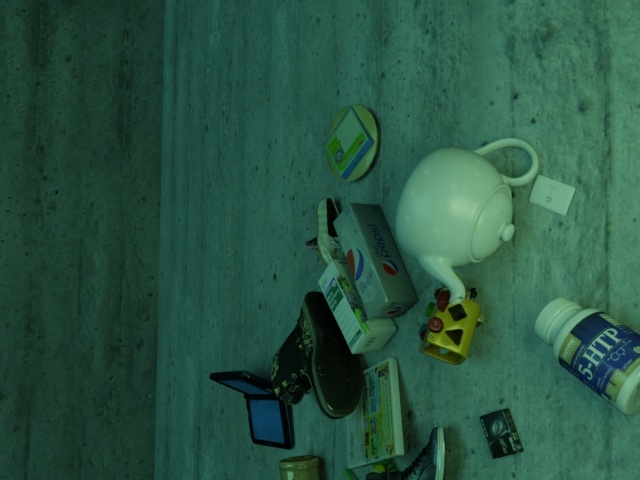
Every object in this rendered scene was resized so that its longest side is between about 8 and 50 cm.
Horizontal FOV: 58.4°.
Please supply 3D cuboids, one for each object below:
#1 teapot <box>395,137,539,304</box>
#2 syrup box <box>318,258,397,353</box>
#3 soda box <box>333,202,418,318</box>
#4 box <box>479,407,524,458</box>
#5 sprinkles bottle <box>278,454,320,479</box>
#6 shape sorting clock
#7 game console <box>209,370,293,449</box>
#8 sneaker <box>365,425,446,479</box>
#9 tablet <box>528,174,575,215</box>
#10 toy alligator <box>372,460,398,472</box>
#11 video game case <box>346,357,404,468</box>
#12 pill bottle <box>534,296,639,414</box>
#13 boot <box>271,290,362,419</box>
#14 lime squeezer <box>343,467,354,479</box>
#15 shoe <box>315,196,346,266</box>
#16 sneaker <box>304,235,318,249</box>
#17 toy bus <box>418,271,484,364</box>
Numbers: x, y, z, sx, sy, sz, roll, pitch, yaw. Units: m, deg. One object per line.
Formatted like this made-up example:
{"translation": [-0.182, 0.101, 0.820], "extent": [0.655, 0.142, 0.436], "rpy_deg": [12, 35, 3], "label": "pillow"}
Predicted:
{"translation": [0.279, -0.052, 1.083], "extent": [0.187, 0.253, 0.255], "rpy_deg": [25, 124, 35], "label": "teapot"}
{"translation": [0.089, 0.163, 1.459], "extent": [0.093, 0.096, 0.236], "rpy_deg": [-60, 43, 36], "label": "syrup box"}
{"translation": [0.130, 0.046, 1.402], "extent": [0.091, 0.098, 0.286], "rpy_deg": [-50, 49, 43], "label": "soda box"}
{"translation": [0.351, 0.376, 1.114], "extent": [0.067, 0.018, 0.083], "rpy_deg": [-42, 54, 48], "label": "box"}
{"translation": [-0.045, 0.797, 1.605], "extent": [0.121, 0.121, 0.354], "rpy_deg": [-24, 68, 54], "label": "sprinkles bottle"}
{"translation": [0.082, -0.261, 1.542], "extent": [0.206, 0.040, 0.206], "rpy_deg": [-9, 79, 53], "label": "shape sorting clock"}
{"translation": [-0.232, 0.551, 1.872], "extent": [0.293, 0.250, 0.173], "rpy_deg": [-23, 43, 54], "label": "game console"}
{"translation": [0.183, 0.496, 1.230], "extent": [0.164, 0.086, 0.226], "rpy_deg": [10, 96, 12], "label": "sneaker"}
{"translation": [0.421, -0.083, 1.045], "extent": [0.083, 0.006, 0.054], "rpy_deg": [37, 119, 52], "label": "tablet"}
{"translation": [0.157, 0.553, 1.381], "extent": [0.051, 0.056, 0.189], "rpy_deg": [-29, 43, 2], "label": "toy alligator"}
{"translation": [0.127, 0.426, 1.403], "extent": [0.206, 0.026, 0.226], "rpy_deg": [-42, 39, 48], "label": "video game case"}
{"translation": [0.439, 0.173, 0.907], "extent": [0.187, 0.112, 0.111], "rpy_deg": [43, 123, 49], "label": "pill bottle"}
{"translation": [-0.024, 0.362, 1.566], "extent": [0.284, 0.138, 0.377], "rpy_deg": [-59, 34, 37], "label": "boot"}
{"translation": [0.124, 0.721, 1.429], "extent": [0.110, 0.059, 0.310], "rpy_deg": [91, 164, -65], "label": "lime squeezer"}
{"translation": [0.030, -0.020, 1.576], "extent": [0.058, 0.077, 0.218], "rpy_deg": [-45, 50, 53], "label": "shoe"}
{"translation": [0.000, 0.000, 1.657], "extent": [0.119, 0.047, 0.057], "rpy_deg": [-2, 80, 50], "label": "sneaker"}
{"translation": [0.276, 0.151, 1.163], "extent": [0.191, 0.105, 0.202], "rpy_deg": [-51, -19, -66], "label": "toy bus"}
